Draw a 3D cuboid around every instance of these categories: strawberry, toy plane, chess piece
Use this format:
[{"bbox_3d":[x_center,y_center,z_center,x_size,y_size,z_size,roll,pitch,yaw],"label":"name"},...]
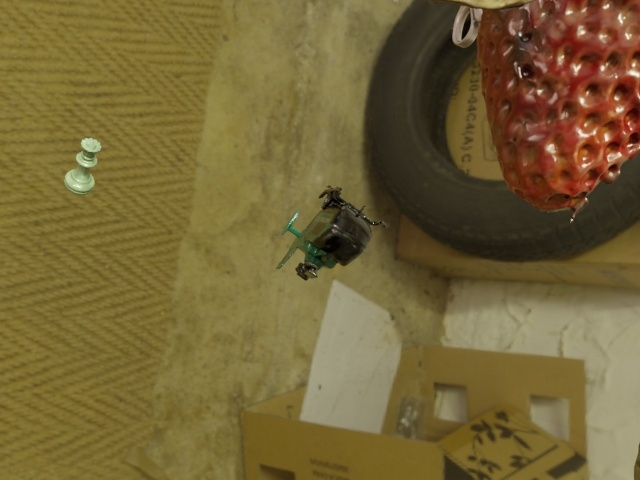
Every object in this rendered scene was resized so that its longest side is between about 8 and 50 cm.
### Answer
[{"bbox_3d":[0.252,-0.200,0.736,0.150,0.253,0.280,29,103,-41],"label":"strawberry"},{"bbox_3d":[0.000,0.000,1.143,0.106,0.381,0.155,37,84,-14],"label":"toy plane"},{"bbox_3d":[-0.336,-0.110,0.961,0.042,0.093,0.042,19,42,-18],"label":"chess piece"}]

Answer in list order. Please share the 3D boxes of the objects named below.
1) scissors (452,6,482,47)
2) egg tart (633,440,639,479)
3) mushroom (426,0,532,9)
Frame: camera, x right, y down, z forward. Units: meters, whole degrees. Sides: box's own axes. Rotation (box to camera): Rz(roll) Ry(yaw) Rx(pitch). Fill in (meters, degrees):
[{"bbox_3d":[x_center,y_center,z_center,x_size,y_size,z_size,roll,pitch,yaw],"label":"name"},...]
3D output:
[{"bbox_3d":[0.264,-0.447,1.163,0.030,0.118,0.242,17,57,-20],"label":"scissors"},{"bbox_3d":[0.265,0.188,0.346,0.094,0.279,0.279,-15,103,-19],"label":"egg tart"},{"bbox_3d":[0.085,-0.310,0.431,0.233,0.207,0.302,-48,137,-32],"label":"mushroom"}]
